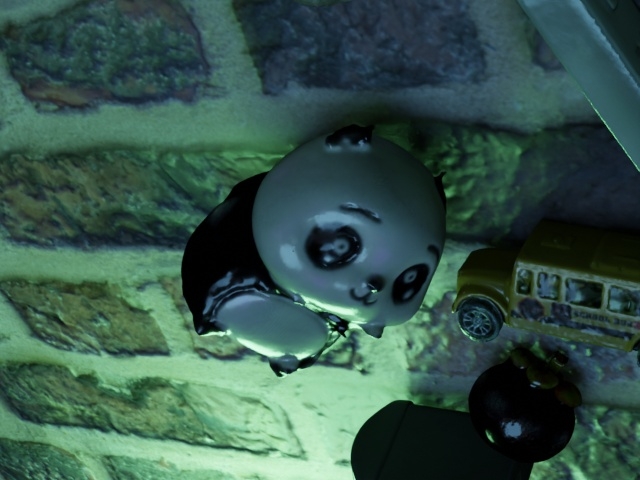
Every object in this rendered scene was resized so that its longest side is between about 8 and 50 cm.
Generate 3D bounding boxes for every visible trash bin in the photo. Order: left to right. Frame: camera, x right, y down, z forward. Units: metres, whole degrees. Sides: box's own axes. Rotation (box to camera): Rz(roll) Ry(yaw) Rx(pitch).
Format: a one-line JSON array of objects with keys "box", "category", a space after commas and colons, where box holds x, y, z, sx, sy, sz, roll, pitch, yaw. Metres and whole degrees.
[{"box": [0.158, 0.313, 1.520, 0.236, 0.176, 0.101, 2, 129, 26], "category": "trash bin"}]

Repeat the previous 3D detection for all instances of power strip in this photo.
[{"box": [0.307, -0.137, 1.055, 0.062, 0.091, 0.385, -24, 113, 43], "category": "power strip"}]

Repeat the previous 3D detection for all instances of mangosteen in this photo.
[{"box": [0.261, 0.202, 1.395, 0.137, 0.137, 0.151, 31, 105, 3], "category": "mangosteen"}]

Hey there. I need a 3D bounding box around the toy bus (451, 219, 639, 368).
[{"box": [0.315, 0.058, 1.216, 0.336, 0.121, 0.123, 11, 125, 24], "category": "toy bus"}]

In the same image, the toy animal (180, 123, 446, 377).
[{"box": [0.000, 0.000, 1.290, 0.310, 0.251, 0.251, -33, 108, 34], "category": "toy animal"}]

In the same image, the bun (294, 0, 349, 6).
[{"box": [-0.011, -0.305, 1.093, 0.183, 0.102, 0.183, 17, 133, 19], "category": "bun"}]
